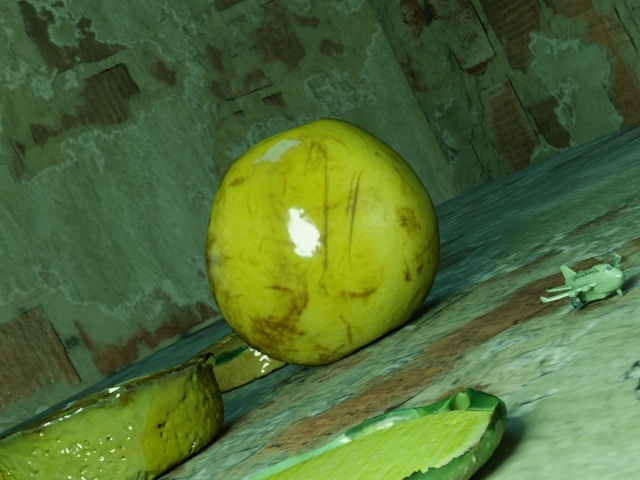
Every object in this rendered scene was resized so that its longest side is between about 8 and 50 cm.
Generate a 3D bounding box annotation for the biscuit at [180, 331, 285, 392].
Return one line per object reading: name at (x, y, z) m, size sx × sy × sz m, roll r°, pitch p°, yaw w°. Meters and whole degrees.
biscuit at (-0.108, 0.154, 1.872) m, size 0.287 × 0.057 × 0.344 m, roll -27°, pitch 1°, yaw -9°

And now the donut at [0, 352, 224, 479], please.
donut at (-0.214, 0.203, 1.366) m, size 0.272 × 0.107 × 0.272 m, roll -21°, pitch 1°, yaw 0°

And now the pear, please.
pear at (0.000, 0.000, 1.532) m, size 0.280 × 0.281 × 0.281 m, roll -26°, pitch 2°, yaw 1°

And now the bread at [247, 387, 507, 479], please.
bread at (0.006, 0.147, 0.772) m, size 0.228 × 0.033 × 0.228 m, roll -25°, pitch 3°, yaw 1°

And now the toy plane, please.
toy plane at (0.216, 0.034, 1.066) m, size 0.080 × 0.033 × 0.083 m, roll -26°, pitch 8°, yaw -22°
